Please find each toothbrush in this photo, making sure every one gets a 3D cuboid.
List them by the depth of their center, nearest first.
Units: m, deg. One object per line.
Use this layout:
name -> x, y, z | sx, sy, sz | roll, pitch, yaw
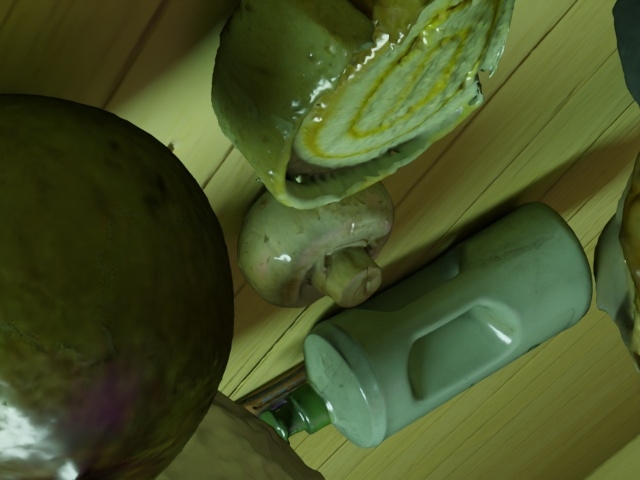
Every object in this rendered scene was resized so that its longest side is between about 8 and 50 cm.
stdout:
toothbrush -> -0.072, 0.131, 0.999 | 0.321, 0.023, 0.031 | -28, 172, -22

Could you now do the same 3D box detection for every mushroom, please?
mushroom -> 0.000, 0.000, 0.715 | 0.083, 0.067, 0.083 | -30, 155, -16

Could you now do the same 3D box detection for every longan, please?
longan -> -0.095, 0.036, 0.472 | 0.145, 0.176, 0.154 | -20, 147, 1

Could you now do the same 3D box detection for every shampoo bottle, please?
shampoo bottle -> 0.064, 0.070, 0.978 | 0.234, 0.087, 0.118 | -29, 159, -16

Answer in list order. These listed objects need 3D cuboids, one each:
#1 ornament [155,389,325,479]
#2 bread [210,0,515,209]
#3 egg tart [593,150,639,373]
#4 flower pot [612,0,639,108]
ornament -> -0.107, 0.182, 0.696 | 0.259, 0.259, 0.225 | -26, 154, -27
bread -> 0.017, -0.078, 0.551 | 0.117, 0.064, 0.156 | -32, 162, -24
egg tart -> 0.283, -0.007, 0.844 | 0.129, 0.341, 0.341 | 10, 136, -39
flower pot -> 0.291, -0.098, 0.597 | 0.251, 0.379, 0.379 | -27, 172, 42
